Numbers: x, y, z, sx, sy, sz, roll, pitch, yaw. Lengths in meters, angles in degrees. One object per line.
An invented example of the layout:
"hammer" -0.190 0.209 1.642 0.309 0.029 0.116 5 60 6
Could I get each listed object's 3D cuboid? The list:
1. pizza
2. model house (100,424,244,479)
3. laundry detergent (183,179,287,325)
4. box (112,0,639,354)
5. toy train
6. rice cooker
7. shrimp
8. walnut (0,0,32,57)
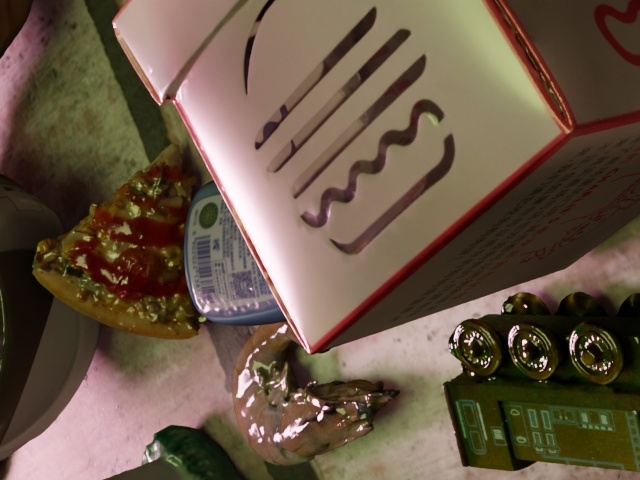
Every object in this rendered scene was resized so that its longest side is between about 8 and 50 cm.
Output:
"pizza" -0.179 -0.002 1.671 0.062 0.188 0.199 -104 34 -76
"model house" -0.201 0.358 1.641 0.267 0.325 0.194 46 129 29
"laundry detergent" 0.000 0.000 1.498 0.290 0.094 0.143 -7 78 46
"box" 0.101 -0.141 1.177 0.314 0.312 0.300 -43 70 44
"toy train" 0.196 0.115 1.318 0.225 0.090 0.137 -1 107 48
"rice cooker" -0.417 0.070 1.801 0.325 0.335 0.335 33 124 37
"shrimp" -0.006 0.127 1.566 0.254 0.059 0.145 -34 66 52
"walnut" -0.481 -0.290 1.759 0.383 0.383 0.383 16 112 44
